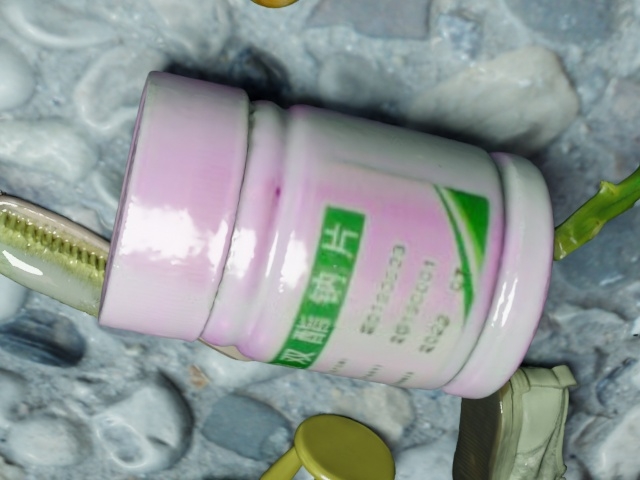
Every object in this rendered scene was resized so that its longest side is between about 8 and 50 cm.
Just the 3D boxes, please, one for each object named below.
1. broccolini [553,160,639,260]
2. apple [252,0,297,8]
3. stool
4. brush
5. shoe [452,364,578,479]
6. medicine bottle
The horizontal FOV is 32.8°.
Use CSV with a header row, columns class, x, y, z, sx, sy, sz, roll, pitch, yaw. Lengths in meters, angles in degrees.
class,x,y,z,sx,sy,sz,roll,pitch,yaw
broccolini,0.258,-0.059,0.886,0.216,0.067,0.058,-31,106,-17
apple,-0.037,-0.213,0.790,0.074,0.089,0.090,-29,124,2
stool,0.007,0.253,1.116,0.135,0.134,0.111,25,115,2
brush,-0.176,0.056,0.999,0.312,0.067,0.072,27,120,-23
shoe,0.202,0.236,1.130,0.098,0.103,0.275,-8,128,-12
medicine bottle,0.000,0.000,0.875,0.325,0.212,0.212,13,125,-13
